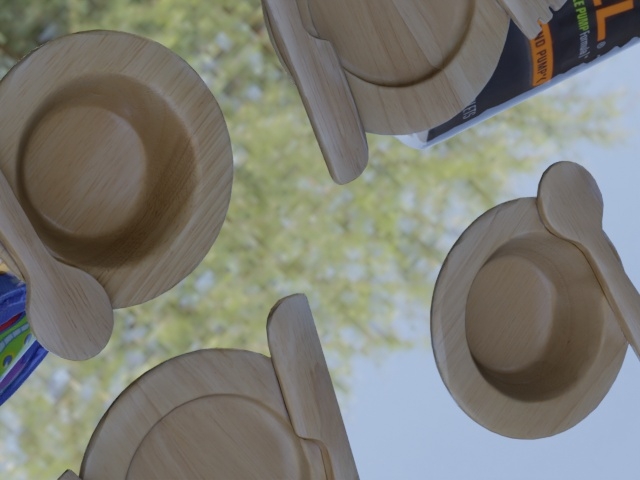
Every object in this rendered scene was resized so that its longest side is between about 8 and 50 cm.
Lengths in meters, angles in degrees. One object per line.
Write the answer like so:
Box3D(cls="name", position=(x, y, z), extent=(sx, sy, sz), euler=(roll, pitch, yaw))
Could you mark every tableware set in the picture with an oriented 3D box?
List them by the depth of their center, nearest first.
Box3D(cls="tableware set", position=(0.000, 0.000, 0.380), extent=(0.169, 0.141, 0.020), euler=(-33, -163, -25))

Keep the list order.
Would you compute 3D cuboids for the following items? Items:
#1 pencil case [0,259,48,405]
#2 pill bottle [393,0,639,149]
Box3D(cls="pencil case", position=(-0.258, -0.010, 0.831), extent=(0.119, 0.306, 0.133), euler=(-39, 161, -44))
Box3D(cls="pill bottle", position=(0.124, -0.152, 0.868), extent=(0.246, 0.130, 0.130), euler=(-27, -166, -9))
